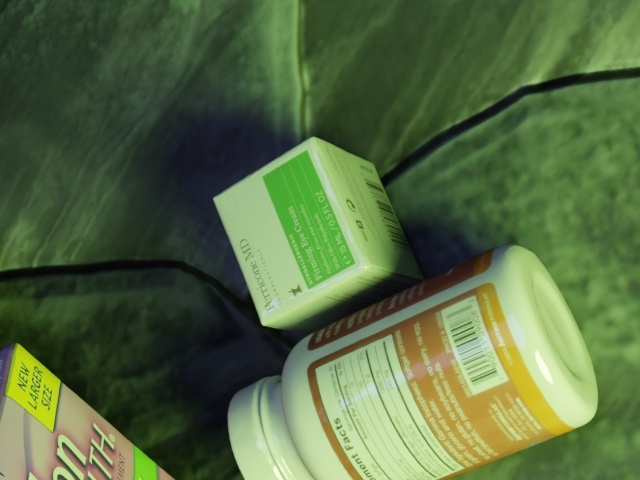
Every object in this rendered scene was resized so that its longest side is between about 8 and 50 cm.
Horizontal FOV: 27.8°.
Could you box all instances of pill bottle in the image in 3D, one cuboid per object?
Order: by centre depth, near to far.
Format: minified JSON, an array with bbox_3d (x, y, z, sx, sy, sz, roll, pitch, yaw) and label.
[{"bbox_3d":[0.055,0.096,0.821,0.216,0.121,0.121,-26,70,21],"label":"pill bottle"}]

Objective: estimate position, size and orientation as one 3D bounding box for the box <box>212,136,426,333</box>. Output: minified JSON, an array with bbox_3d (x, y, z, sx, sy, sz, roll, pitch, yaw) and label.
[{"bbox_3d":[0.000,0.000,0.876,0.087,0.102,0.101,-30,70,21],"label":"box"}]

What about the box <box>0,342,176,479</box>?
[{"bbox_3d":[-0.155,0.226,0.790,0.117,0.243,0.213,-35,28,17],"label":"box"}]
